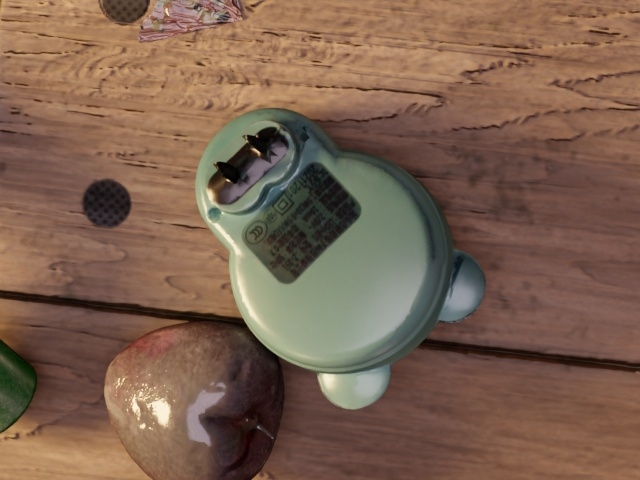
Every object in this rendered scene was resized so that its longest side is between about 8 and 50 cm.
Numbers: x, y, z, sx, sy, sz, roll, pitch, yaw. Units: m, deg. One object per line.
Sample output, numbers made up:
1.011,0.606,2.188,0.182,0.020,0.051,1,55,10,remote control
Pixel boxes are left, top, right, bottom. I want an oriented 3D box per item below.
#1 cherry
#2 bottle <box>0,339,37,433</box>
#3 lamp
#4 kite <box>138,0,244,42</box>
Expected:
-0.117,0.160,1.828,0.176,0.140,0.176,-1,87,27,cherry
-0.406,0.062,1.789,0.093,0.093,0.330,-42,122,8,bottle
0.002,0.001,1.791,0.209,0.147,0.284,-43,92,3,lamp
-0.141,-0.251,1.843,0.156,0.011,0.139,33,96,0,kite
